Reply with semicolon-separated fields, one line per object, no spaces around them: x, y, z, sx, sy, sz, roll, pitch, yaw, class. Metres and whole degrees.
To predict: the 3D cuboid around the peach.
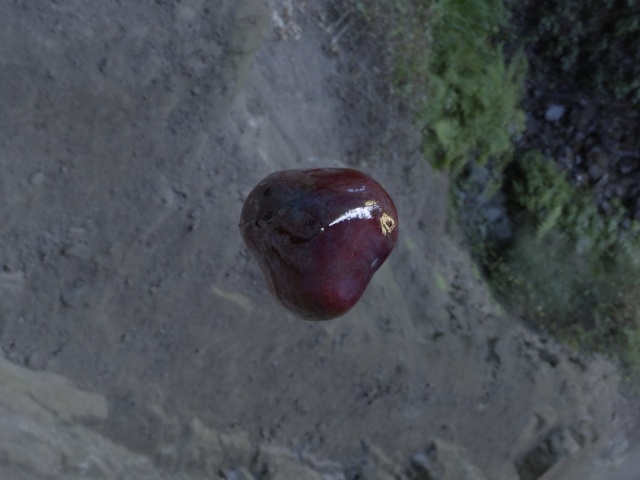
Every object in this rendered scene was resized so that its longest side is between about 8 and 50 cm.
0.000;0.000;0.862;0.152;0.152;0.152;-27;145;-21;peach
